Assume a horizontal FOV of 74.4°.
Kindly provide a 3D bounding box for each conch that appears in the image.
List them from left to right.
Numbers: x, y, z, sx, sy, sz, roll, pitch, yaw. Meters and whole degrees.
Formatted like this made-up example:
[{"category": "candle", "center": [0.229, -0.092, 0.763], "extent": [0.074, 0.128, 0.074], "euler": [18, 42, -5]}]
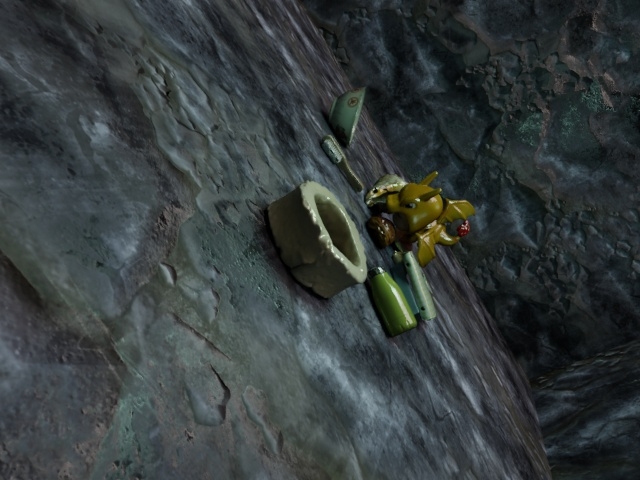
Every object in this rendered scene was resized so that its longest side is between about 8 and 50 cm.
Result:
[{"category": "conch", "center": [0.376, -0.226, 2.261], "extent": [0.324, 0.263, 0.186], "euler": [-42, 128, -33]}]

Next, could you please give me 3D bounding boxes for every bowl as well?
[{"category": "bowl", "center": [0.140, -0.716, 2.379], "extent": [0.158, 0.337, 0.337], "euler": [17, 26, 4]}]

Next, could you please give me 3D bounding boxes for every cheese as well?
[{"category": "cheese", "center": [-0.003, 0.001, 1.254], "extent": [0.292, 0.153, 0.332], "euler": [21, 41, -56]}]

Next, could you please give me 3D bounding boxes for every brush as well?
[{"category": "brush", "center": [0.105, -0.367, 2.072], "extent": [0.327, 0.070, 0.065], "euler": [54, 41, -16]}]

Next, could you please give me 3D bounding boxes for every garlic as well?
[{"category": "garlic", "center": [0.401, 0.119, 2.071], "extent": [0.084, 0.066, 0.152], "euler": [-7, 62, -35]}]

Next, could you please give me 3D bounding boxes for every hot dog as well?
[{"category": "hot dog", "center": [0.300, -0.050, 2.014], "extent": [0.160, 0.099, 0.227], "euler": [63, 21, 10]}]

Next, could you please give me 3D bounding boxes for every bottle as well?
[{"category": "bottle", "center": [0.255, 0.218, 1.565], "extent": [0.112, 0.112, 0.260], "euler": [12, 50, -61]}]

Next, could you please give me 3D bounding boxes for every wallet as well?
[{"category": "wallet", "center": [0.448, 0.205, 1.927], "extent": [0.223, 0.077, 0.309], "euler": [8, 65, -71]}]

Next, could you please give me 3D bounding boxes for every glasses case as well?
[{"category": "glasses case", "center": [0.378, 0.236, 1.896], "extent": [0.105, 0.056, 0.266], "euler": [70, 6, -52]}]

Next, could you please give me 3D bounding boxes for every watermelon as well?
[{"category": "watermelon", "center": [0.422, 0.006, 2.221], "extent": [0.193, 0.137, 0.145], "euler": [11, 86, -62]}]

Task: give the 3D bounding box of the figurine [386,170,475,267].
[{"category": "figurine", "center": [0.535, -0.119, 2.063], "extent": [0.387, 0.401, 0.268], "euler": [54, -5, -32]}]
